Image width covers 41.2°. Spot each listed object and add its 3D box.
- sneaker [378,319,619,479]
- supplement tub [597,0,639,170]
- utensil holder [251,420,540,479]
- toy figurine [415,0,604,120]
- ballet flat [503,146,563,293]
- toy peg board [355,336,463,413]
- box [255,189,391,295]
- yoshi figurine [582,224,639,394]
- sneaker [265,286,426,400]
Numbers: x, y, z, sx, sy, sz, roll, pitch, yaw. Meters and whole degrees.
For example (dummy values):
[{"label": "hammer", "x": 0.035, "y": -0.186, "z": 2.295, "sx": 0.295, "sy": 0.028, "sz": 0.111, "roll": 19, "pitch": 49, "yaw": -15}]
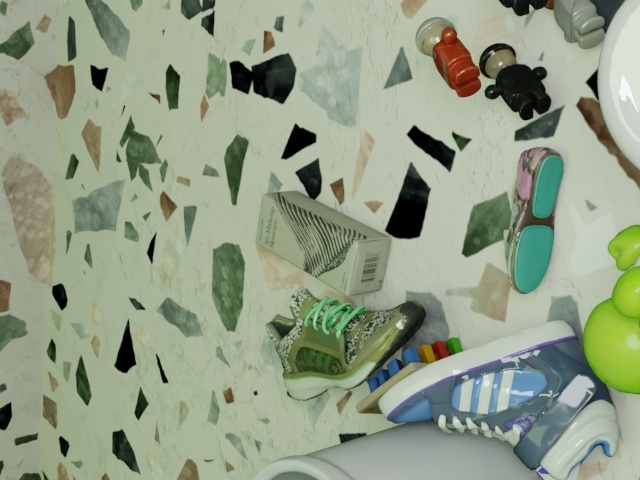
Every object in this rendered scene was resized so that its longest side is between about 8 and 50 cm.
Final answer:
[{"label": "sneaker", "x": 0.267, "y": 0.277, "z": 1.246, "sx": 0.323, "sy": 0.130, "sz": 0.236, "roll": -24, "pitch": 68, "yaw": 9}, {"label": "supplement tub", "x": 0.472, "y": -0.171, "z": 0.897, "sx": 0.235, "sy": 0.325, "sz": 0.235, "roll": 8, "pitch": 101, "yaw": 47}, {"label": "utensil holder", "x": 0.118, "y": 0.452, "z": 1.324, "sx": 0.328, "sy": 0.386, "sz": 0.327, "roll": 9, "pitch": 102, "yaw": 46}, {"label": "toy figurine", "x": 0.265, "y": -0.297, "z": 1.200, "sx": 0.209, "sy": 0.213, "sz": 0.148, "roll": -56, "pitch": 39, "yaw": 32}, {"label": "ballet flat", "x": 0.313, "y": -0.032, "z": 1.288, "sx": 0.079, "sy": 0.077, "sz": 0.221, "roll": -155, "pitch": 71, "yaw": -63}, {"label": "toy peg board", "x": 0.159, "y": 0.223, "z": 1.428, "sx": 0.161, "sy": 0.161, "sz": 0.079, "roll": -47, "pitch": 46, "yaw": 40}, {"label": "box", "x": 0.000, "y": 0.000, "z": 1.608, "sx": 0.275, "sy": 0.094, "sz": 0.113, "roll": 26, "pitch": 115, "yaw": 42}, {"label": "yoshi figurine", "x": 0.415, "y": 0.074, "z": 0.966, "sx": 0.204, "sy": 0.362, "sz": 0.202, "roll": 8, "pitch": 101, "yaw": 46}, {"label": "sneaker", "x": 0.016, "y": 0.161, "z": 1.506, "sx": 0.182, "sy": 0.158, "sz": 0.410, "roll": 53, "pitch": 141, "yaw": -4}]
